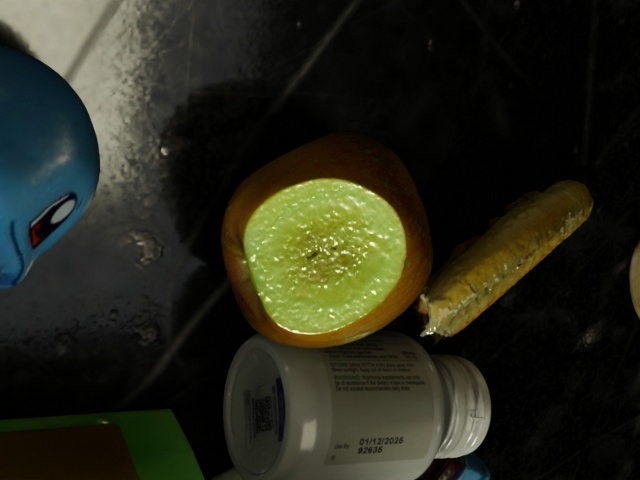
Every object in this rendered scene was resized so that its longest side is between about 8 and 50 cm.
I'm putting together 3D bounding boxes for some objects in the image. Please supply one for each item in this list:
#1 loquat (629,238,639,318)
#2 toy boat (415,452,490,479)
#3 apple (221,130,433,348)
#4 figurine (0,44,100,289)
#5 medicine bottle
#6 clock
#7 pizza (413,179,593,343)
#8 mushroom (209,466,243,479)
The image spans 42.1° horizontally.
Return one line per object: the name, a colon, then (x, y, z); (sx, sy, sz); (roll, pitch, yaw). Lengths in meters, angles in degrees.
loquat: (0.432, 0.021, 0.863); (0.227, 0.179, 0.179); (-34, 125, -14)
toy boat: (0.079, 0.296, 0.837); (0.223, 0.100, 0.097); (-43, 112, -3)
apple: (0.002, 0.006, 0.617); (0.147, 0.163, 0.146); (-22, 90, -9)
figurine: (-0.322, 0.006, 0.421); (0.416, 0.243, 0.298); (0, 155, -27)
medicine bottle: (0.037, 0.144, 0.719); (0.215, 0.135, 0.135); (6, 109, -32)
clock: (-0.229, 0.271, 0.654); (0.220, 0.106, 0.255); (3, 115, -29)
pizza: (0.146, 0.021, 0.734); (0.292, 0.058, 0.197); (-31, 166, -44)
mushroom: (-0.106, 0.312, 0.747); (0.118, 0.103, 0.270); (24, 109, -30)
